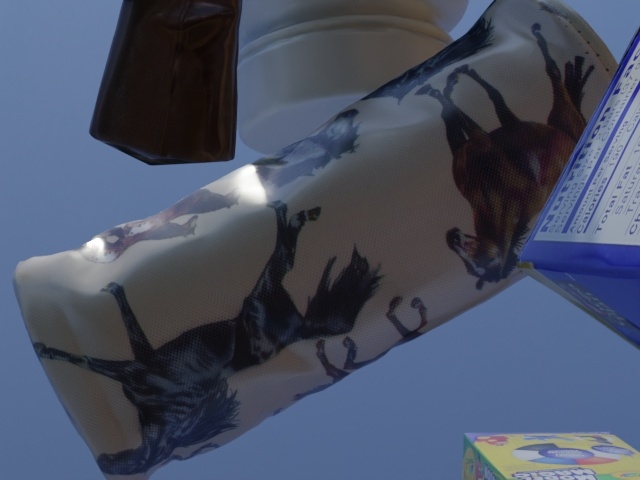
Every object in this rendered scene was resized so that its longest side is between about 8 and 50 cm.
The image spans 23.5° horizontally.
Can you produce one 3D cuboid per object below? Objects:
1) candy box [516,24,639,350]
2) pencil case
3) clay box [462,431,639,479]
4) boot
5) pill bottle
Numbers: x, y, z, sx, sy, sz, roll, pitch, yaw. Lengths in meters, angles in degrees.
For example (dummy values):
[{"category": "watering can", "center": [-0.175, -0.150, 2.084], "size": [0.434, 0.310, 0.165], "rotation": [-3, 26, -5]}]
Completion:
[{"category": "candy box", "center": [0.227, 0.033, 0.390], "size": [0.268, 0.317, 0.122], "rotation": [33, -95, -10]}, {"category": "pencil case", "center": [0.000, 0.000, 0.964], "size": [0.410, 0.183, 0.160], "rotation": [-29, -65, 2]}, {"category": "clay box", "center": [0.188, 0.187, 1.155], "size": [0.127, 0.222, 0.053], "rotation": [0, -87, -6]}, {"category": "boot", "center": [-0.075, -0.081, 0.550], "size": [0.106, 0.037, 0.114], "rotation": [9, -72, -11]}, {"category": "pill bottle", "center": [0.008, -0.256, 1.197], "size": [0.204, 0.204, 0.361], "rotation": [0, -103, -17]}]
